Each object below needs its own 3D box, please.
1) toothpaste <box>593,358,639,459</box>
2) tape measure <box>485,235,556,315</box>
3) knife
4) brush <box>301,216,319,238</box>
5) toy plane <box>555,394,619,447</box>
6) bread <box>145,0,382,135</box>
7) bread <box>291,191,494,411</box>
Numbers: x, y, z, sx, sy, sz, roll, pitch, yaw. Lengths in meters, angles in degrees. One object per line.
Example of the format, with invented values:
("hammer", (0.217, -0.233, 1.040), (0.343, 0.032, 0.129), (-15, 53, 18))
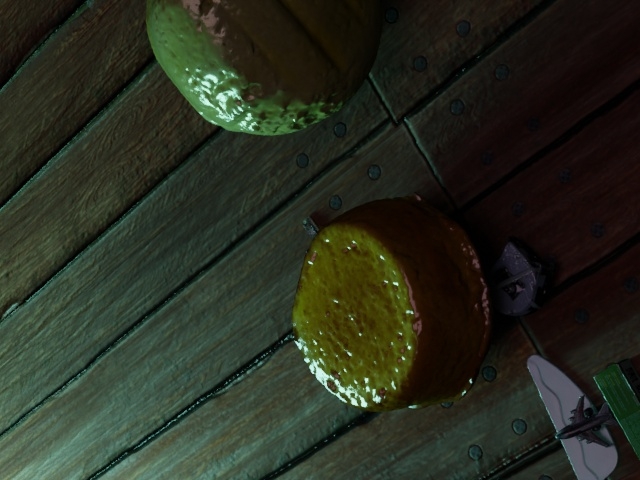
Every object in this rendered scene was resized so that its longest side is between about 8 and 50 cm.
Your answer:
("toothpaste", (0.418, 0.240, 1.800), (0.043, 0.037, 0.178), (-38, 74, 36))
("tape measure", (0.267, 0.055, 1.874), (0.091, 0.054, 0.094), (38, 114, 33))
("knife", (0.360, 0.299, 1.853), (0.080, 0.044, 0.331), (-24, 77, 28))
("brush", (0.000, 0.000, 2.086), (0.016, 0.013, 0.083), (-46, 71, 28))
("toy plane", (0.346, 0.241, 1.834), (0.083, 0.031, 0.078), (-25, 98, 22))
("bread", (-0.073, -0.308, 1.922), (0.237, 0.320, 0.320), (-11, 89, 55))
("bread", (0.097, 0.096, 1.917), (0.312, 0.172, 0.312), (16, 112, 45))
